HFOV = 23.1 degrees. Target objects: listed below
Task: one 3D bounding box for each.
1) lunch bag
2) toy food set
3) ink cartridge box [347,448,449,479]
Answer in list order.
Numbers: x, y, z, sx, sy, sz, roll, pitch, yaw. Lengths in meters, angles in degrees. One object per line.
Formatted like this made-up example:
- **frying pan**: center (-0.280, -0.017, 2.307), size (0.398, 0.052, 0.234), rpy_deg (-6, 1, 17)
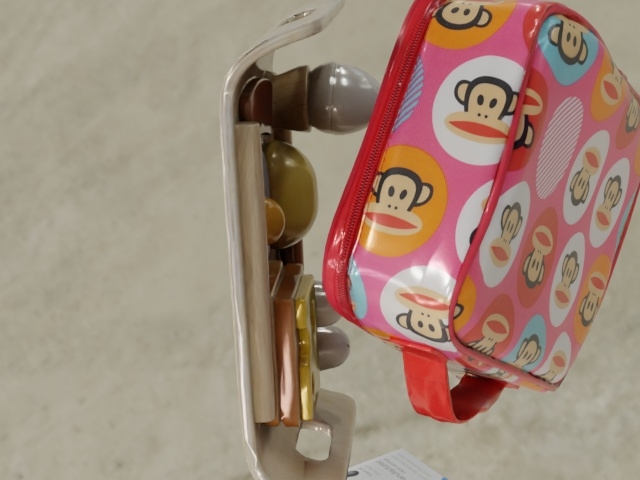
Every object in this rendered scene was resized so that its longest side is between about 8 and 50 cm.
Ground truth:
- **lunch bag**: center (0.114, -0.006, 1.018), size (0.120, 0.293, 0.258), rpy_deg (15, 82, 26)
- **toy food set**: center (0.000, 0.000, 1.019), size (0.092, 0.306, 0.220), rpy_deg (-2, 13, 5)
- **ink cartridge box**: center (0.028, 0.256, 1.277), size (0.191, 0.082, 0.140), rpy_deg (-14, 23, -29)
